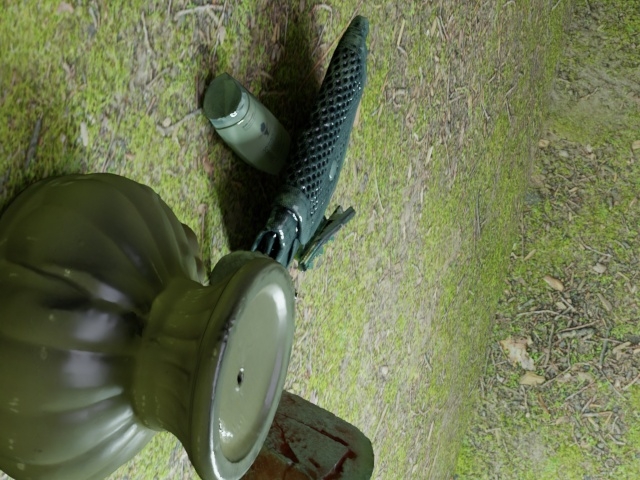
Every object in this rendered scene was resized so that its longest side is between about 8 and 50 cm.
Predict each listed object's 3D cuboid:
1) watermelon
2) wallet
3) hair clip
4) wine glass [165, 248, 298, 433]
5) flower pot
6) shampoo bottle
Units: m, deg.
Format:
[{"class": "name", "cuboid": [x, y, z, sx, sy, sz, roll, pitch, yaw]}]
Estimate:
[{"class": "watermelon", "cuboid": [-0.066, 0.341, 1.991, 0.261, 0.201, 0.213, -38, -177, 28]}, {"class": "wallet", "cuboid": [-0.008, -0.104, 1.835, 0.237, 0.075, 0.342, 108, 4, -63]}, {"class": "hair clip", "cuboid": [0.000, 0.001, 2.072, 0.173, 0.049, 0.049, -49, 147, -47]}, {"class": "wine glass", "cuboid": [-0.122, 0.118, 1.640, 0.241, 0.126, 0.126, -57, 153, -55]}, {"class": "flower pot", "cuboid": [-0.168, 0.099, 1.288, 0.307, 0.244, 0.308, 14, 90, -73]}, {"class": "shampoo bottle", "cuboid": [-0.088, -0.139, 1.690, 0.072, 0.049, 0.212, -69, 161, -7]}]
